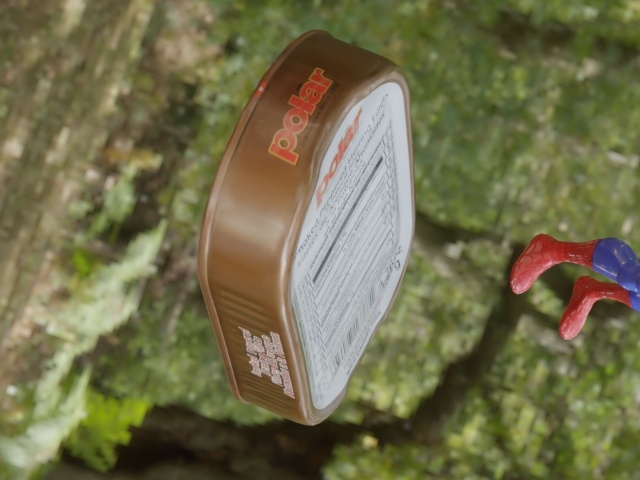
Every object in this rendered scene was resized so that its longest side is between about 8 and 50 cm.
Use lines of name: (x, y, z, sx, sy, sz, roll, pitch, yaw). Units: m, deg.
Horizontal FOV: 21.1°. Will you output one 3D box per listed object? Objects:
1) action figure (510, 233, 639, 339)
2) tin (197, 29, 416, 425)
action figure: (0.228, 0.069, 1.059, 0.280, 0.091, 0.139, -1, -123, 52)
tin: (0.000, 0.000, 0.644, 0.189, 0.040, 0.106, 80, 31, -61)
